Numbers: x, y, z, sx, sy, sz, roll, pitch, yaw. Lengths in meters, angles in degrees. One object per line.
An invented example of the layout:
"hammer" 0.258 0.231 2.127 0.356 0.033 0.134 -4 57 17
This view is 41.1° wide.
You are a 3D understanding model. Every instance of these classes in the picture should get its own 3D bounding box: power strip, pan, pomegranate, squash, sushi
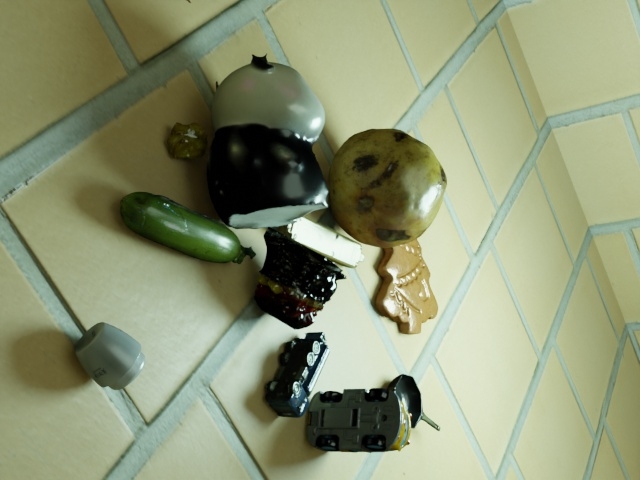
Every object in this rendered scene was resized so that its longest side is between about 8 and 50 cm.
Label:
"power strip" 0.000 0.000 1.905 0.305 0.044 0.064 25 78 -50
"pan" 0.213 0.423 2.082 0.128 0.048 0.201 -47 116 -48
"pomegranate" 0.147 -0.125 1.967 0.281 0.281 0.281 20 65 -50
"squash" -0.232 -0.012 1.565 0.332 0.087 0.087 27 60 -50
"sushi" -0.051 0.093 1.725 0.150 0.153 0.172 -60 154 -5

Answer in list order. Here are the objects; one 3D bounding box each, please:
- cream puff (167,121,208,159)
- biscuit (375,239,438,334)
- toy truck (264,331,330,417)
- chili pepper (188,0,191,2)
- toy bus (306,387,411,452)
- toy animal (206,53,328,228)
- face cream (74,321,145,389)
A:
"cream puff" -0.247 -0.189 1.612 0.083 0.058 0.083 44 49 -37
"biscuit" 0.222 0.089 2.191 0.284 0.043 0.306 6 76 -53
"toy truck" -0.043 0.272 1.761 0.088 0.074 0.201 64 36 -34
"chili pepper" -0.314 -0.507 1.636 0.178 0.027 0.045 27 64 -47
"toy bus" 0.089 0.387 1.794 0.136 0.210 0.126 43 46 -53
"toy animal" -0.109 -0.192 1.654 0.251 0.251 0.309 5 72 -53
"face cream" -0.336 0.184 1.360 0.095 0.091 0.091 48 45 -24
